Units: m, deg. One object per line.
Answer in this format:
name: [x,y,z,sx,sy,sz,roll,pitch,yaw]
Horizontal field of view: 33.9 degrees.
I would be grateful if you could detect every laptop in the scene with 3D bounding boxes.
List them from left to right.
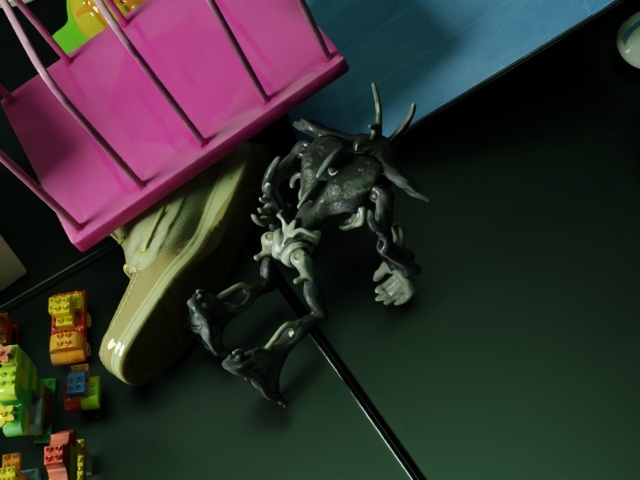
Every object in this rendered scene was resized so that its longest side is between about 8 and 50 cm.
laptop: [0.038,-0.347,1.010,0.381,0.408,0.236,-30,23,18]

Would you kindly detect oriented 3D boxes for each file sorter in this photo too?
file sorter: [-0.167,-0.180,0.913,0.290,0.182,0.202,-34,57,-1]

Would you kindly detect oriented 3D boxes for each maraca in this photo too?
maraca: [-0.225,-0.258,1.150,0.127,0.099,0.186,25,91,19]

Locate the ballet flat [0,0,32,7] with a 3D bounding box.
ballet flat: [-0.323,-0.323,1.228,0.213,0.072,0.068,-29,87,-9]

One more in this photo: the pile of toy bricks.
pile of toy bricks: [-0.256,0.128,0.912,0.118,0.105,0.212,-9,58,3]

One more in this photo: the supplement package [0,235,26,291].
supplement package: [-0.441,0.017,0.948,0.262,0.204,0.145,-38,62,-14]

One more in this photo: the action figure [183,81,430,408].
action figure: [0.000,0.000,0.936,0.164,0.141,0.276,34,85,27]

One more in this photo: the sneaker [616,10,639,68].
sneaker: [0.412,-0.240,1.023,0.240,0.126,0.091,-11,58,1]

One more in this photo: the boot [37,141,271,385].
boot: [-0.187,-0.005,0.989,0.203,0.095,0.262,17,65,19]
